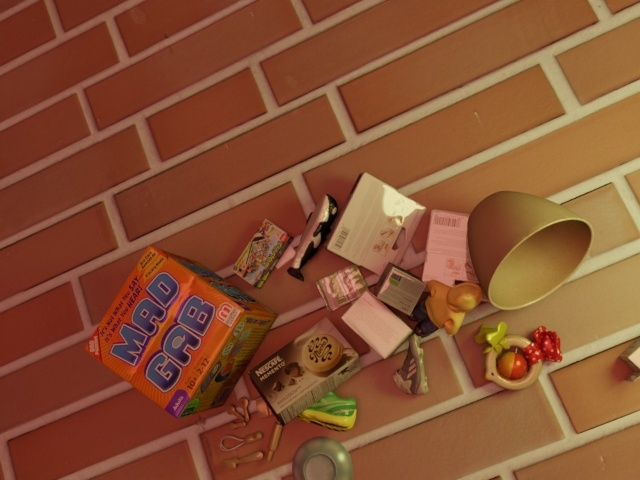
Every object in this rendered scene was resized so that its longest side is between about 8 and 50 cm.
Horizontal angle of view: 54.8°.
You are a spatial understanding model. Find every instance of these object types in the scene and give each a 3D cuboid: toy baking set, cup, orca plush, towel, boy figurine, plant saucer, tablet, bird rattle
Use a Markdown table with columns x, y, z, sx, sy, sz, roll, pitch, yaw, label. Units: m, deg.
| x | y | z | sx | sy | sz | roll | pitch | yaw | label |
| --- | --- | --- | --- | --- | --- | --- | --- | --- | --- |
| -0.222 | 0.621 | 1.976 | 0.196 | 0.030 | 0.256 | 10 | 83 | 16 | toy baking set |
| 0.546 | -0.005 | 1.725 | 0.331 | 0.331 | 0.237 | -35 | 49 | 5 | cup |
| 0.000 | 0.000 | 1.994 | 0.102 | 0.151 | 0.287 | 23 | 82 | -17 | orca plush |
| 0.071 | 0.150 | 1.992 | 0.152 | 0.023 | 0.113 | -26 | 77 | 6 | towel |
| 0.358 | 0.187 | 1.795 | 0.092 | 0.285 | 0.177 | -15 | 71 | -31 | boy figurine |
| 0.002 | 0.709 | 1.907 | 0.194 | 0.037 | 0.195 | -2 | 80 | 11 | plant saucer |
| -0.125 | 0.050 | 2.058 | 0.083 | 0.006 | 0.054 | -37 | 75 | 4 | tablet |
| 0.581 | 0.340 | 1.827 | 0.253 | 0.143 | 0.207 | 13 | 95 | 1 | bird rattle |

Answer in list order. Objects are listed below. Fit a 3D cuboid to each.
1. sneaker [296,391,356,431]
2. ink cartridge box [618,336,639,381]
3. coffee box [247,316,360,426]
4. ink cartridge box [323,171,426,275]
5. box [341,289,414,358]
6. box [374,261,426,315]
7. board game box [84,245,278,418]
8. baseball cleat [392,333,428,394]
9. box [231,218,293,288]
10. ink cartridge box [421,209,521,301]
| x | y | z | sx | sy | sz | roll | pitch | yaw | label |
| --- | --- | --- | --- | --- | --- | --- | --- | --- | --- |
| -0.023 | 0.500 | 1.927 | 0.295 | 0.109 | 0.124 | 15 | 56 | 18 | sneaker |
| 0.916 | 0.316 | 1.743 | 0.181 | 0.104 | 0.061 | -44 | 75 | 2 | ink cartridge box |
| -0.047 | 0.394 | 1.865 | 0.297 | 0.119 | 0.168 | -33 | 58 | -14 | coffee box |
| 0.175 | -0.043 | 1.976 | 0.238 | 0.060 | 0.275 | 28 | 85 | -13 | ink cartridge box |
| 0.177 | 0.254 | 1.870 | 0.182 | 0.181 | 0.119 | 42 | 91 | 15 | box |
| 0.235 | 0.140 | 1.851 | 0.114 | 0.203 | 0.103 | 28 | 94 | 1 | box |
| -0.408 | 0.278 | 1.899 | 0.356 | 0.356 | 0.356 | 32 | 88 | 15 | board game box |
| 0.265 | 0.379 | 1.855 | 0.109 | 0.072 | 0.206 | -7 | 107 | 15 | baseball cleat |
| -0.193 | 0.044 | 2.054 | 0.114 | 0.036 | 0.207 | 33 | 89 | 20 | box |
| 0.471 | 0.053 | 1.900 | 0.296 | 0.066 | 0.261 | 9 | 83 | 14 | ink cartridge box |
